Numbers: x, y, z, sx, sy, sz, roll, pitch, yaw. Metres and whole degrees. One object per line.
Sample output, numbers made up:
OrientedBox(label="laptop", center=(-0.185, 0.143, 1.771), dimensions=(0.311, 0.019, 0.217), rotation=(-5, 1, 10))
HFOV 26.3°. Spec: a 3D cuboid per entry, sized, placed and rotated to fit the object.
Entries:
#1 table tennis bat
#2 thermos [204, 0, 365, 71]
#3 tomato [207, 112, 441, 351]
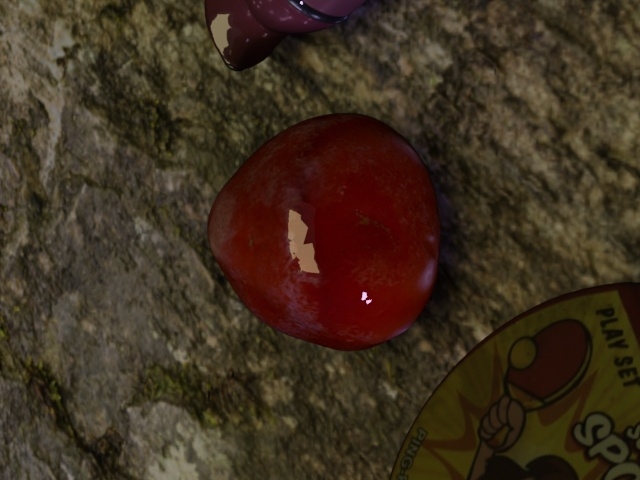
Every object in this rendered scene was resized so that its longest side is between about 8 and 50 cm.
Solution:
OrientedBox(label="table tennis bat", center=(0.204, 0.130, 0.872), dimensions=(0.414, 0.051, 0.268), rotation=(-35, 44, 24))
OrientedBox(label="thermos", center=(0.027, -0.258, 1.017), dimensions=(0.330, 0.109, 0.136), rotation=(-36, 69, 32))
OrientedBox(label="tomato", center=(0.000, 0.000, 1.016), dimensions=(0.187, 0.151, 0.187), rotation=(5, 99, 38))
